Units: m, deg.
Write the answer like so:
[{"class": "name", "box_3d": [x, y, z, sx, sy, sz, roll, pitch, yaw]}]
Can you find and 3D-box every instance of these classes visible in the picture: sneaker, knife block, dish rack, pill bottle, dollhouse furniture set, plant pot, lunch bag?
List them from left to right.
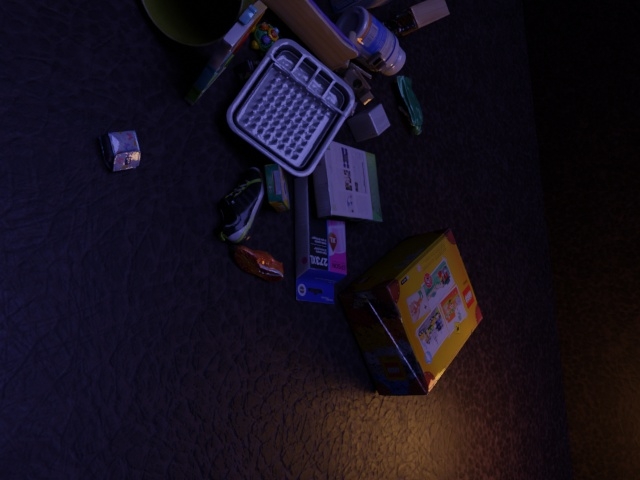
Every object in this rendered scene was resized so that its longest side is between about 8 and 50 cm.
[{"class": "lunch bag", "box_3d": [-0.440, -0.199, 1.283, 0.071, 0.053, 0.083, -19, 104, -49]}, {"class": "plant pot", "box_3d": [-0.268, -0.659, 1.476, 0.274, 0.275, 0.293, 63, 26, -17]}, {"class": "sneaker", "box_3d": [-0.210, -0.101, 1.504, 0.097, 0.084, 0.234, 31, 57, -38]}, {"class": "sneaker", "box_3d": [-0.168, 0.054, 1.544, 0.175, 0.064, 0.067, 37, 33, -44]}, {"class": "dish rack", "box_3d": [-0.086, -0.363, 1.619, 0.286, 0.072, 0.332, 36, 70, -16]}, {"class": "dollhouse furniture set", "box_3d": [0.155, -0.567, 1.937, 0.101, 0.161, 0.182, 46, 10, -32]}, {"class": "pill bottle", "box_3d": [0.184, -0.703, 2.074, 0.272, 0.152, 0.152, 21, 65, -46]}, {"class": "knife block", "box_3d": [0.379, -0.883, 2.292, 0.242, 0.276, 0.088, -76, 143, -71]}]

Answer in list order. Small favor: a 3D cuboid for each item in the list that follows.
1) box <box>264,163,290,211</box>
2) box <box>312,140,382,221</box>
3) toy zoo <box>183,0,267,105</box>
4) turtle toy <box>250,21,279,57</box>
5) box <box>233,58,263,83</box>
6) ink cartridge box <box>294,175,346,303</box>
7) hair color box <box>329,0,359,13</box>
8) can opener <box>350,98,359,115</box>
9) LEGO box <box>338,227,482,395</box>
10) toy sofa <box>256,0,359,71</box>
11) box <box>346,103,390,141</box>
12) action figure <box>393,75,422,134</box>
[{"class": "box", "box_3d": [-0.116, -0.139, 1.594, 0.179, 0.043, 0.105, 68, 15, -84]}, {"class": "box", "box_3d": [0.086, -0.175, 1.798, 0.322, 0.059, 0.232, 4, 79, -55]}, {"class": "toy zoo", "box_3d": [-0.226, -0.471, 1.423, 0.030, 0.293, 0.192, 38, 50, -14]}, {"class": "turtle toy", "box_3d": [-0.155, -0.585, 1.709, 0.095, 0.066, 0.130, -1, 81, -50]}, {"class": "box", "box_3d": [-0.192, -0.479, 1.641, 0.083, 0.062, 0.052, -25, 101, -50]}, {"class": "ink cartridge box", "box_3d": [0.000, 0.000, 1.744, 0.176, 0.069, 0.370, 13, 72, -48]}, {"class": "hair color box", "box_3d": [0.188, -0.927, 2.120, 0.347, 0.174, 0.105, -36, 107, -48]}, {"class": "can opener", "box_3d": [0.054, -0.460, 1.883, 0.093, 0.074, 0.280, 40, 14, 13]}, {"class": "LEGO box", "box_3d": [0.326, 0.227, 1.961, 0.500, 0.193, 0.372, -34, 106, -49]}, {"class": "toy sofa", "box_3d": [-0.028, -0.701, 1.806, 0.363, 0.177, 0.150, 35, 55, -38]}, {"class": "box", "box_3d": [0.168, -0.409, 2.016, 0.101, 0.102, 0.087, -45, 116, -45]}, {"class": "action figure", "box_3d": [0.355, -0.531, 2.299, 0.137, 0.064, 0.232, -17, 89, -52]}]
